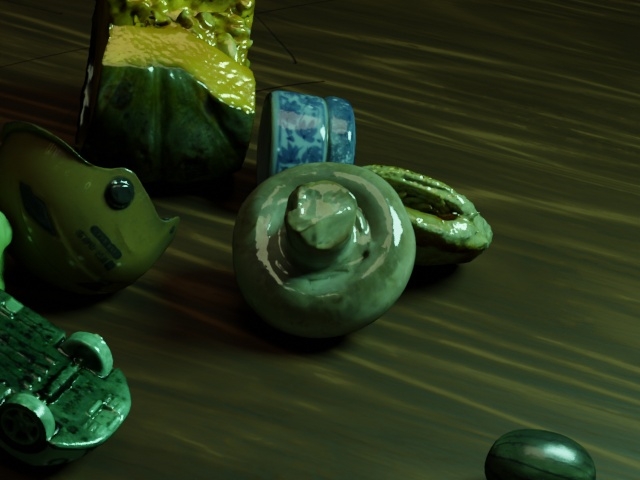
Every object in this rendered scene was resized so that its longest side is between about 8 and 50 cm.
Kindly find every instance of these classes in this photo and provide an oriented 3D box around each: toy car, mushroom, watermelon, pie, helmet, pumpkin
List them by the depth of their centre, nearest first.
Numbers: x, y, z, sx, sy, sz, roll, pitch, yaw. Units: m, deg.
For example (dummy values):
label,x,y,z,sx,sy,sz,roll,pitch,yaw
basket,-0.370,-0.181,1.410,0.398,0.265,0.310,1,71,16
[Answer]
label,x,y,z,sx,sy,sz,roll,pitch,yaw
toy car,-0.329,0.112,1.371,0.306,0.125,0.136,35,33,1
watermelon,0.210,0.217,1.383,0.111,0.078,0.078,9,28,-1
mushroom,0.000,0.000,1.577,0.204,0.204,0.204,7,28,-4
helmet,-0.271,-0.018,1.579,0.198,0.130,0.224,6,-25,44
pie,0.101,-0.019,1.740,0.205,0.179,0.084,16,72,9
pumpkin,-0.198,-0.204,1.870,0.225,0.256,0.303,9,51,-9

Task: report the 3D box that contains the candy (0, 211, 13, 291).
label,x,y,z,sx,sy,sz,roll,pitch,yaw
candy,-0.483,-0.020,1.541,0.344,0.142,0.132,23,55,19

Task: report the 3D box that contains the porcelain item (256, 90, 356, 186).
label,x,y,z,sx,sy,sz,roll,pitch,yaw
porcelain item,-0.017,-0.113,1.858,0.114,0.147,0.147,4,28,-9
